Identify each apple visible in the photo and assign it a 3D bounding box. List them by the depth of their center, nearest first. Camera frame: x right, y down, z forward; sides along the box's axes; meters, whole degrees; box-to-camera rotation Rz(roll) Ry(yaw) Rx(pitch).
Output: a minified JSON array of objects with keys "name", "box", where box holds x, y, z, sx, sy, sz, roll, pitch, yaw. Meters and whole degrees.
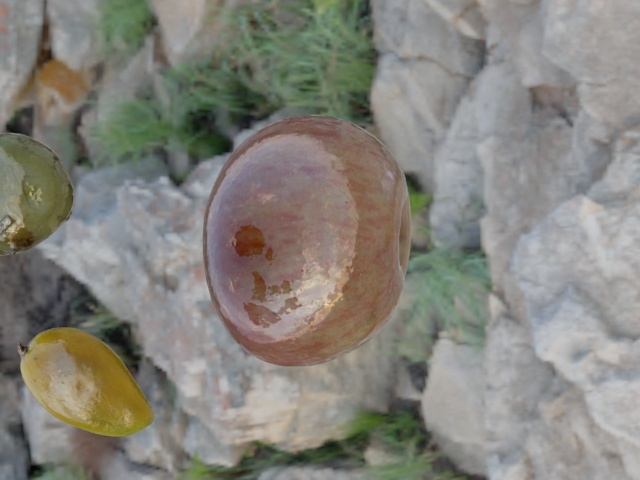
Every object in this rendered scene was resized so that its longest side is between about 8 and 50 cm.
[{"name":"apple","box":[0.000,0.000,1.710,0.269,0.345,0.345,-5,88,30]}]

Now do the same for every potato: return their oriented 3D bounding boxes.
[{"name":"potato","box":[-0.407,-0.043,1.434,0.262,0.165,0.165,-11,83,21]}]

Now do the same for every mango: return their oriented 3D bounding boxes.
[{"name":"mango","box":[-0.270,0.167,1.446,0.101,0.187,0.066,-53,21,-14]}]
